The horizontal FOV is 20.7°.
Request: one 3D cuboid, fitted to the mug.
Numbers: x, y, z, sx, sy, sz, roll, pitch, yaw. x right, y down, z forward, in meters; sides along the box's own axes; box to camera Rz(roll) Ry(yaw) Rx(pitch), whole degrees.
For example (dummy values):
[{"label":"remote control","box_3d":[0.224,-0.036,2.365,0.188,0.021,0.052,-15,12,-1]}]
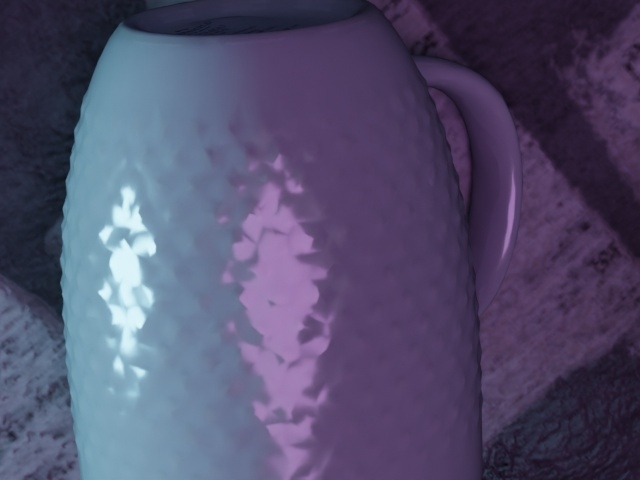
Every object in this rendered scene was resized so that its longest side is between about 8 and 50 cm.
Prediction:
[{"label":"mug","box_3d":[0.000,0.000,1.187,0.374,0.276,0.328,-18,112,-38]}]
